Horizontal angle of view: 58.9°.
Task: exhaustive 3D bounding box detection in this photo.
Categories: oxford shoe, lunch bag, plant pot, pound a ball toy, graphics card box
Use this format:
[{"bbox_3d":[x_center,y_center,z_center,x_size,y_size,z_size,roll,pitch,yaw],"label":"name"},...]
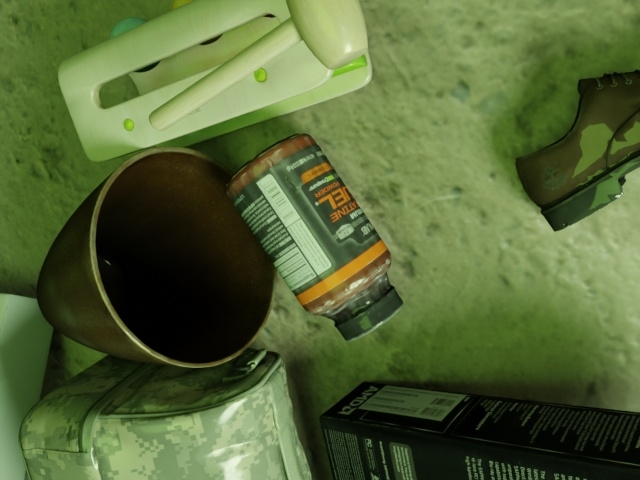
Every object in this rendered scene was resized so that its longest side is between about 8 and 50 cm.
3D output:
[{"bbox_3d":[0.258,-0.108,0.452,0.227,0.083,0.096,-38,83,23],"label":"oxford shoe"},{"bbox_3d":[-0.130,0.271,0.622,0.256,0.212,0.305,-7,101,23],"label":"lunch bag"},{"bbox_3d":[-0.203,0.037,0.616,0.230,0.215,0.215,-16,97,39],"label":"plant pot"},{"bbox_3d":[-0.097,-0.172,0.503,0.319,0.208,0.136,-13,98,24],"label":"pound a ball toy"},{"bbox_3d":[0.184,0.265,0.512,0.371,0.094,0.233,-7,101,39],"label":"graphics card box"}]

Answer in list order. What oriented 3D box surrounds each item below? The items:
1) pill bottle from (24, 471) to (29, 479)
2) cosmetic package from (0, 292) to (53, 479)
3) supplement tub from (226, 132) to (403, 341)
[{"bbox_3d":[-0.518,0.512,0.848,0.181,0.181,0.323,31,112,12],"label":"pill bottle"},{"bbox_3d":[-0.561,0.206,0.777,0.377,0.097,0.284,2,79,20],"label":"cosmetic package"},{"bbox_3d":[0.000,0.000,0.565,0.106,0.106,0.198,-34,90,25],"label":"supplement tub"}]
